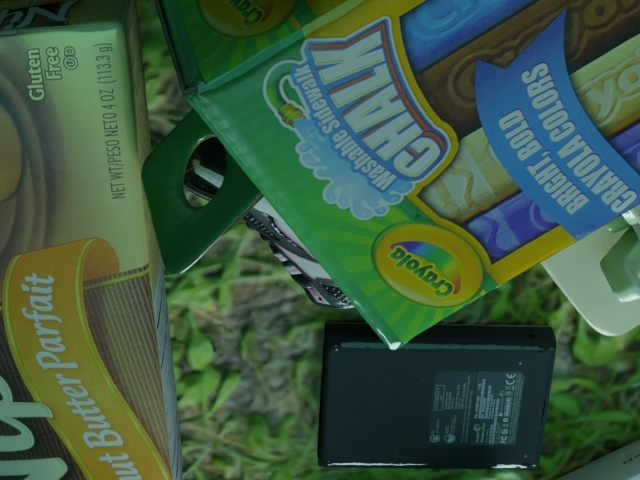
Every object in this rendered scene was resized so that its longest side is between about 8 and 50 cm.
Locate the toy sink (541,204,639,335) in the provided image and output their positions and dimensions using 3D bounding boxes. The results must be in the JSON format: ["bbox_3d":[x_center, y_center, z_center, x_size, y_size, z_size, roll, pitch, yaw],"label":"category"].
[{"bbox_3d":[0.216,-0.031,0.702,0.234,0.131,0.153,-33,114,14],"label":"toy sink"}]

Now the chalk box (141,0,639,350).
[{"bbox_3d":[0.036,-0.094,0.603,0.289,0.180,0.179,-31,131,7],"label":"chalk box"}]

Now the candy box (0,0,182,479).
[{"bbox_3d":[-0.176,0.026,0.734,0.182,0.087,0.317,-3,118,-1],"label":"candy box"}]

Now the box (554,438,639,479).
[{"bbox_3d":[0.235,0.207,0.864,0.145,0.038,0.186,-29,107,16],"label":"box"}]

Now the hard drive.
[{"bbox_3d":[0.067,0.094,0.820,0.135,0.022,0.094,1,118,-4],"label":"hard drive"}]

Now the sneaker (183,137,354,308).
[{"bbox_3d":[0.000,0.000,0.744,0.178,0.072,0.077,25,125,-9],"label":"sneaker"}]
